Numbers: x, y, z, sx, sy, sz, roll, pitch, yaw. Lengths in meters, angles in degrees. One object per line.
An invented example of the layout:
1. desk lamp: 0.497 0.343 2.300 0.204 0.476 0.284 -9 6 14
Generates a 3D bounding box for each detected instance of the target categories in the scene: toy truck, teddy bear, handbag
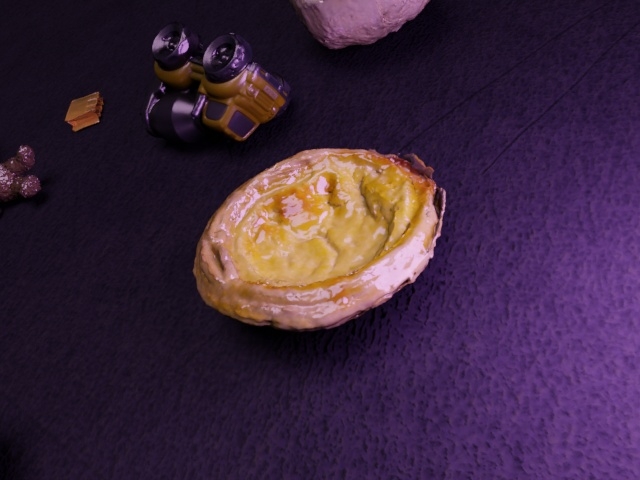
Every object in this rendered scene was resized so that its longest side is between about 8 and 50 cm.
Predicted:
1. toy truck: -0.167 -0.213 0.869 0.224 0.147 0.165 23 85 34
2. teddy bear: -0.533 -0.094 0.952 0.160 0.078 0.119 -14 80 2
3. handbag: -0.439 -0.243 1.077 0.061 0.027 0.083 -19 44 8

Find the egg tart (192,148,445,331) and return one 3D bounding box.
1. egg tart: 0.000 0.000 0.625 0.279 0.095 0.279 -10 43 9

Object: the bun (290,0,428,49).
1. bun: 0.075 -0.407 0.919 0.259 0.152 0.259 -18 51 23
